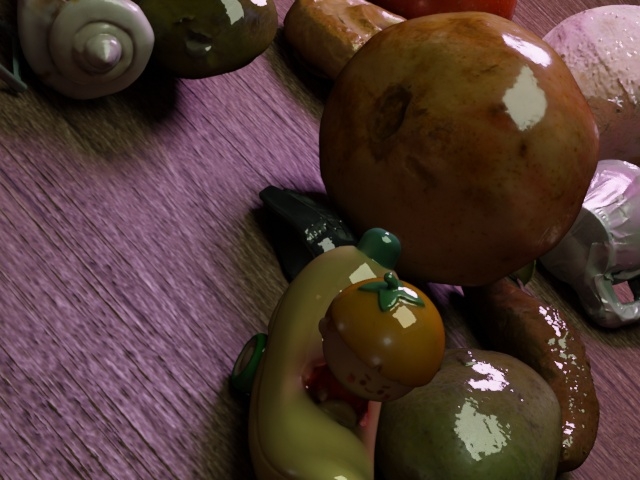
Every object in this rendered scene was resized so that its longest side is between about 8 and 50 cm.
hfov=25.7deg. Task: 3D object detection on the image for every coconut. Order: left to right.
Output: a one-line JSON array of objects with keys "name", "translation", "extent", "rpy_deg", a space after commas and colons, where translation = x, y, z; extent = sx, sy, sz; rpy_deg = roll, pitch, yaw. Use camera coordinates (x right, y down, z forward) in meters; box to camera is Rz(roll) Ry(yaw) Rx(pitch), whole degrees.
[{"name": "coconut", "translation": [0.470, -0.237, 2.259], "extent": [0.297, 0.297, 0.255], "rpy_deg": [16, 46, -37]}]

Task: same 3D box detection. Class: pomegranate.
[{"name": "pomegranate", "translation": [0.168, -0.098, 1.642], "extent": [0.338, 0.338, 0.338], "rpy_deg": [29, 28, -17]}]

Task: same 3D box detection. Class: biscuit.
[{"name": "biscuit", "translation": [0.088, -0.268, 2.012], "extent": [0.296, 0.102, 0.296], "rpy_deg": [26, 20, -11]}]

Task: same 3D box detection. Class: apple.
[{"name": "apple", "translation": [0.193, -0.400, 2.229], "extent": [0.260, 0.216, 0.260], "rpy_deg": [33, 10, -6]}]

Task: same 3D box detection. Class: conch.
[{"name": "conch", "translation": [-0.282, -0.232, 1.545], "extent": [0.158, 0.127, 0.255], "rpy_deg": [38, -4, -31]}]

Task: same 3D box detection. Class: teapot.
[{"name": "teapot", "translation": [0.379, 0.012, 1.945], "extent": [0.163, 0.222, 0.178], "rpy_deg": [8, 21, 37]}]

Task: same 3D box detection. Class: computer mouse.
[{"name": "computer mouse", "translation": [0.000, 0.000, 1.555], "extent": [0.105, 0.062, 0.192], "rpy_deg": [9, 40, -45]}]

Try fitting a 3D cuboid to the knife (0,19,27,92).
[{"name": "knife", "translation": [-0.425, -0.248, 1.442], "extent": [0.278, 0.053, 0.123], "rpy_deg": [23, 25, -29]}]

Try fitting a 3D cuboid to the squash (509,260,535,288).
[{"name": "squash", "translation": [0.189, -0.065, 1.851], "extent": [0.169, 0.093, 0.252], "rpy_deg": [14, 35, -41]}]

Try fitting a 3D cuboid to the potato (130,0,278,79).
[{"name": "potato", "translation": [-0.159, -0.298, 1.662], "extent": [0.218, 0.202, 0.351], "rpy_deg": [37, 16, -29]}]

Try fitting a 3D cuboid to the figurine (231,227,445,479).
[{"name": "figurine", "translation": [0.025, 0.117, 1.225], "extent": [0.124, 0.222, 0.324], "rpy_deg": [33, 27, -16]}]

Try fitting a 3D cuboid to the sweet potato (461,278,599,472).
[{"name": "sweet potato", "translation": [0.256, 0.135, 1.624], "extent": [0.114, 0.092, 0.341], "rpy_deg": [6, 37, -21]}]

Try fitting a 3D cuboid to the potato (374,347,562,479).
[{"name": "potato", "translation": [0.149, 0.190, 1.343], "extent": [0.251, 0.159, 0.174], "rpy_deg": [-35, 101, -50]}]
